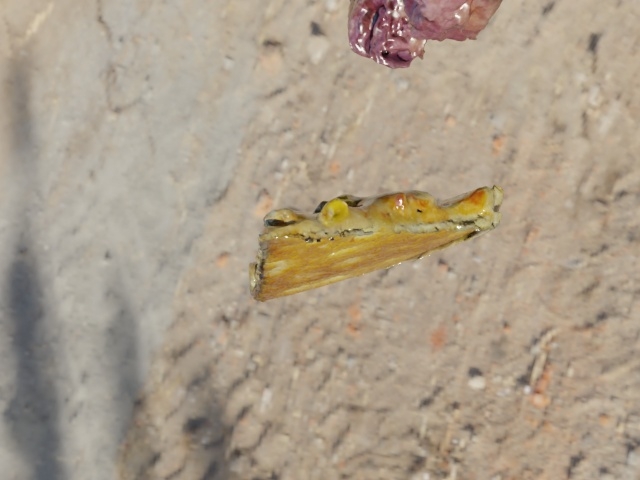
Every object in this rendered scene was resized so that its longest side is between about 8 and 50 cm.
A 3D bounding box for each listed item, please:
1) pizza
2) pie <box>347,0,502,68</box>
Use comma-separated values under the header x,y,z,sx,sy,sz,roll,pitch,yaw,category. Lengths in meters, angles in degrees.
x,y,z,sx,sy,sz,roll,pitch,yaw,category
0.000,0.000,0.716,0.184,0.176,0.036,-22,74,35,pizza
0.069,-0.190,0.635,0.219,0.054,0.204,-120,45,-74,pie
